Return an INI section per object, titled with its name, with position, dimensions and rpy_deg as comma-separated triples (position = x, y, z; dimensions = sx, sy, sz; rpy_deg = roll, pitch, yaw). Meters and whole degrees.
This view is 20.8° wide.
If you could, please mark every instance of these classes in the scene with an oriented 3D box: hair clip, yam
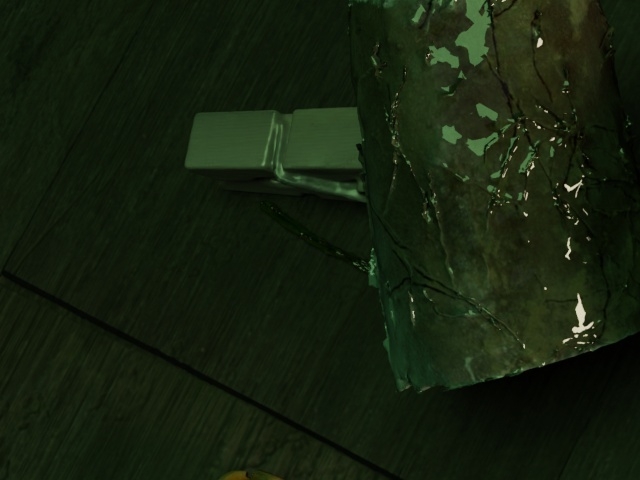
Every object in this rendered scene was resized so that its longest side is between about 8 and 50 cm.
[hair clip]
position = 0.028, -0.079, 1.658
dimensions = 0.331, 0.101, 0.085
rpy_deg = 1, 75, 29
[yam]
position = 0.145, -0.047, 1.428
dimensions = 0.241, 0.241, 0.348
rpy_deg = -6, 101, 25

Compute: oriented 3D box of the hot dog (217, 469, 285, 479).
[hot dog]
position = -0.067, 0.328, 1.553
dimensions = 0.102, 0.076, 0.249
rpy_deg = -1, 64, 7

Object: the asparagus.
[asparagus]
position = 0.000, 0.000, 1.687
dimensions = 0.163, 0.016, 0.016
rpy_deg = 30, 67, 34
